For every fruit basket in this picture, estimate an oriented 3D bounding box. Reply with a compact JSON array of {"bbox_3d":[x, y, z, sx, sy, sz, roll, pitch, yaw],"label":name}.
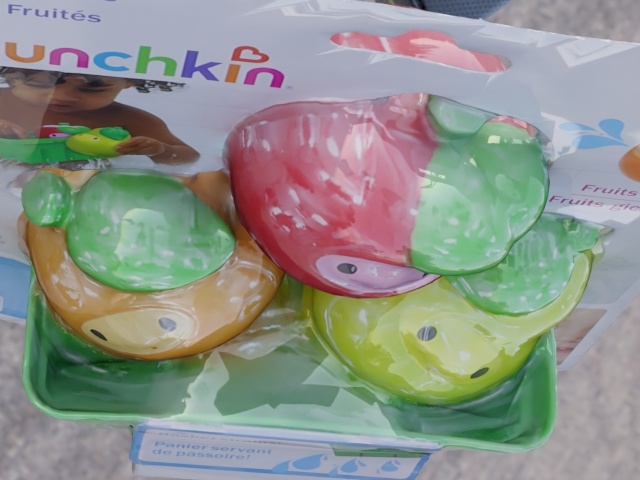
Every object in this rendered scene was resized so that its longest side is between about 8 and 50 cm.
[{"bbox_3d":[0.000,0.000,0.691,0.353,0.327,0.165,127,-33,-72],"label":"fruit basket"}]

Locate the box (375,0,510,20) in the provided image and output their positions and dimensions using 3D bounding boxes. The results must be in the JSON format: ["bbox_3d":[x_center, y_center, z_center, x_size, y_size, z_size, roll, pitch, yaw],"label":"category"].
[{"bbox_3d":[0.099,-0.236,0.869,0.232,0.059,0.183,-36,122,-11],"label":"box"}]
